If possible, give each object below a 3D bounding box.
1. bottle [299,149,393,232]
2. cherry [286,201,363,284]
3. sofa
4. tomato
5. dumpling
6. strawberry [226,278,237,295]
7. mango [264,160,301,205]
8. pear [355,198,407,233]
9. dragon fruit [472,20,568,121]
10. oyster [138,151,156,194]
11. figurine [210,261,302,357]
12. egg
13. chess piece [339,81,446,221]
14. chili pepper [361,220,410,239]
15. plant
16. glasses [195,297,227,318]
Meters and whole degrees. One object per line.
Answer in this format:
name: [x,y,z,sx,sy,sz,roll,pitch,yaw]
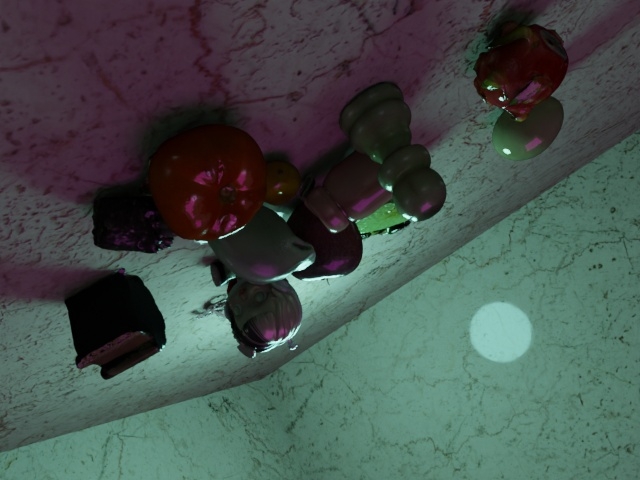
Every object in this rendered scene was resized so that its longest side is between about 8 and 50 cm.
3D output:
bottle: [0.096,-0.162,1.536,0.296,0.206,0.173,-39,160,2]
cherry: [0.000,0.000,1.716,0.261,0.221,0.308,-7,115,-2]
sofa: [-0.567,0.239,1.539,0.200,0.258,0.182,-29,148,-1]
tomato: [-0.233,-0.128,1.134,0.259,0.180,0.260,-33,141,-33]
dumpling: [-0.178,0.007,1.538,0.212,0.321,0.270,-44,-169,0]
strawberry: [-0.300,0.184,2.022,0.106,0.106,0.106,-25,161,-9]
mango: [-0.113,-0.144,1.427,0.130,0.092,0.195,-25,165,-15]
pear: [0.194,-0.114,1.857,0.239,0.139,0.288,-38,157,31]
dragon fruit: [0.495,-0.428,1.380,0.224,0.224,0.227,-5,153,-49]
oyster: [-0.352,-0.144,1.191,0.132,0.029,0.086,-45,161,32]
figurine: [-0.183,0.170,1.744,0.211,0.362,0.253,7,142,-45]
egg: [0.678,-0.369,1.797,0.241,0.186,0.186,-41,158,16]
chess piece: [0.192,-0.200,1.337,0.182,0.330,0.182,-24,160,-9]
chili pepper: [0.193,-0.070,2.043,0.264,0.116,0.148,-9,165,-43]
plant: [-0.399,-0.035,1.222,0.194,0.132,0.129,0,-175,-31]
glasses: [-0.376,0.295,2.198,0.162,0.095,0.255,-29,161,29]
